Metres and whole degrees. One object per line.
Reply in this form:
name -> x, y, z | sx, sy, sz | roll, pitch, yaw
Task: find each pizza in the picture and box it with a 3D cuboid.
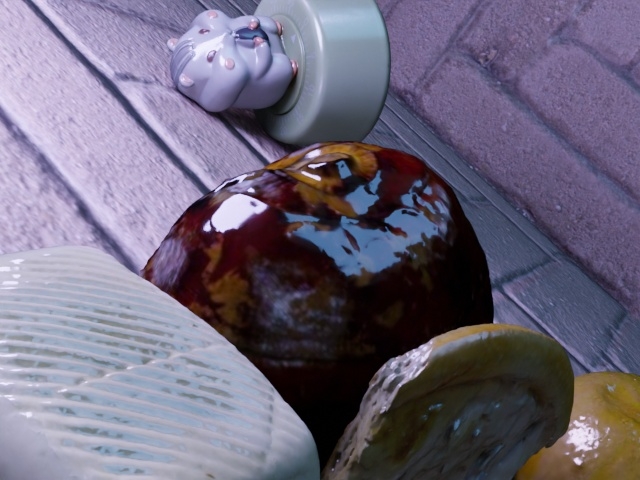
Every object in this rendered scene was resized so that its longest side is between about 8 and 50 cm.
pizza -> 0.060, 0.154, 0.517 | 0.181, 0.262, 0.034 | 45, -1, -43

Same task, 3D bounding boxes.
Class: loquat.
loquat -> 0.305, 0.243, 0.803 | 0.244, 0.244, 0.244 | 35, 19, -14

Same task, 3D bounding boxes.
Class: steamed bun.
steamed bun -> -0.132, 0.113, 0.419 | 0.239, 0.152, 0.170 | 32, 21, 28

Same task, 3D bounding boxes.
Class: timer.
timer -> -0.091, -0.287, 1.297 | 0.316, 0.290, 0.290 | -7, 45, -33

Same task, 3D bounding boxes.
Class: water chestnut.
water chestnut -> -0.004, 0.065, 0.603 | 0.244, 0.289, 0.289 | 53, 20, 6
